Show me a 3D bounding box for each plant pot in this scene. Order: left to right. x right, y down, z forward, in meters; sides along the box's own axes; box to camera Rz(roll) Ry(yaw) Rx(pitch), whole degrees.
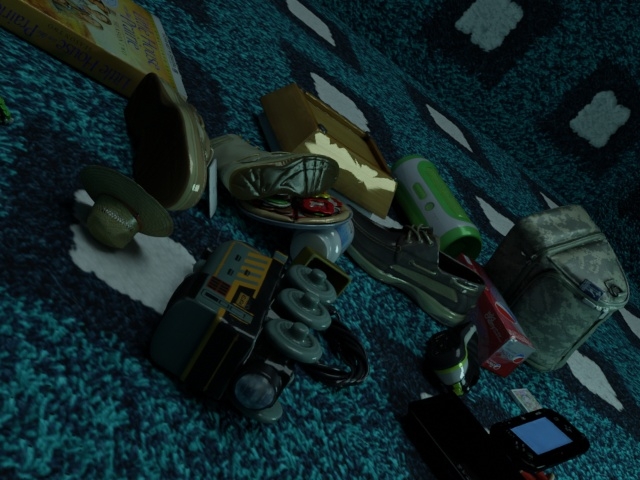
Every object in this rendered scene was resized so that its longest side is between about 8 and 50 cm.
[{"bbox_3d":[-0.014,0.055,1.616,0.081,0.081,0.083,34,11,-24],"label":"plant pot"}]

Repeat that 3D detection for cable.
[{"bbox_3d":[0.002,0.144,1.506,0.150,0.047,0.184,32,23,-31],"label":"cable"}]

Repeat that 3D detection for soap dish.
[{"bbox_3d":[0.019,-0.187,2.120,0.290,0.118,0.229,31,23,-36],"label":"soap dish"}]

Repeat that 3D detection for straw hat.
[{"bbox_3d":[-0.264,-0.026,1.304,0.144,0.144,0.061,38,61,-17],"label":"straw hat"}]

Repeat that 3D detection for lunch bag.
[{"bbox_3d":[0.494,0.107,2.156,0.212,0.305,0.256,-15,60,-31],"label":"lunch bag"}]

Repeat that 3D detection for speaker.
[{"bbox_3d":[0.258,-0.067,2.335,0.131,0.131,0.297,26,26,-41],"label":"speaker"}]

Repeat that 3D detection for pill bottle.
[{"bbox_3d":[0.000,0.000,1.740,0.087,0.087,0.160,44,19,1],"label":"pill bottle"}]

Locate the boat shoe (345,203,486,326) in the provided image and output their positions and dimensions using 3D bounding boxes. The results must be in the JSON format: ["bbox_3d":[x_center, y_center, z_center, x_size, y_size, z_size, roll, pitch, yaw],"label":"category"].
[{"bbox_3d":[0.176,0.024,1.973,0.355,0.130,0.132,35,21,-25],"label":"boat shoe"}]

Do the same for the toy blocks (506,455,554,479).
[{"bbox_3d":[0.340,0.397,1.642,0.148,0.054,0.123,42,21,1],"label":"toy blocks"}]

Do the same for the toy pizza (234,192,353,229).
[{"bbox_3d":[-0.044,-0.065,1.720,0.201,0.032,0.201,7,19,-2],"label":"toy pizza"}]

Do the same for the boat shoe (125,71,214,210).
[{"bbox_3d":[-0.214,-0.147,1.569,0.110,0.122,0.341,30,22,-33],"label":"boat shoe"}]

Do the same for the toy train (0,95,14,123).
[{"bbox_3d":[-0.436,-0.187,1.371,0.083,0.017,0.023,53,11,26],"label":"toy train"}]

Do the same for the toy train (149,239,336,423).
[{"bbox_3d":[-0.093,0.096,1.300,0.190,0.142,0.334,32,20,-5],"label":"toy train"}]

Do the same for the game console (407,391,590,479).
[{"bbox_3d":[0.296,0.319,1.617,0.361,0.044,0.213,-4,46,-47],"label":"game console"}]

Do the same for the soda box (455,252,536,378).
[{"bbox_3d":[0.328,0.150,2.071,0.083,0.092,0.263,30,23,-36],"label":"soda box"}]

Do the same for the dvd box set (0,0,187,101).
[{"bbox_3d":[-0.433,-0.396,1.743,0.420,0.062,0.308,29,25,-36],"label":"dvd box set"}]

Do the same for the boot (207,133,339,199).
[{"bbox_3d":[-0.091,-0.129,1.714,0.213,0.077,0.165,-8,26,-32],"label":"boot"}]

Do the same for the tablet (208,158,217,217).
[{"bbox_3d":[-0.169,-0.082,1.604,0.006,0.083,0.054,3,21,4],"label":"tablet"}]

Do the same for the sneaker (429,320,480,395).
[{"bbox_3d":[0.243,0.218,1.825,0.097,0.084,0.234,67,20,-6],"label":"sneaker"}]

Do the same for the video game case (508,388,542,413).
[{"bbox_3d":[0.422,0.340,1.986,0.122,0.011,0.087,53,21,25],"label":"video game case"}]
